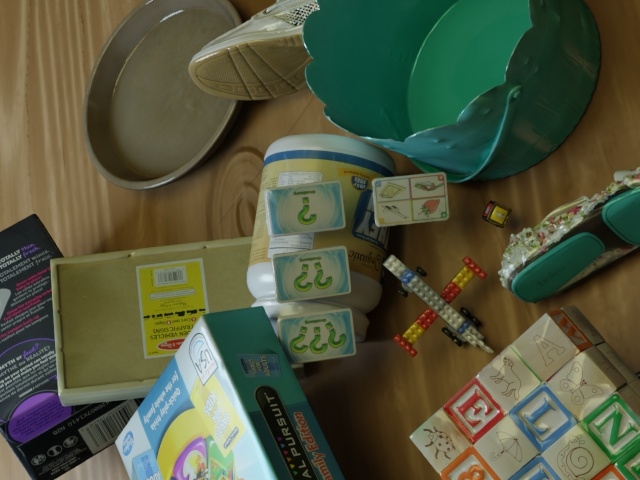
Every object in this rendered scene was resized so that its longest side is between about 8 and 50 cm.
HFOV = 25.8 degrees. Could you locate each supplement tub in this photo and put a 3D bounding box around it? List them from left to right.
[{"bbox_3d":[0.000,0.000,1.485,0.144,0.144,0.199,-3,72,37],"label":"supplement tub"}]

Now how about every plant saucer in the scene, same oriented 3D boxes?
[{"bbox_3d":[-0.191,-0.191,1.773,0.278,0.041,0.277,-15,65,34],"label":"plant saucer"}]

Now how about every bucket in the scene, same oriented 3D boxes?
[{"bbox_3d":[0.137,-0.198,1.426,0.281,0.183,0.281,-15,65,34],"label":"bucket"}]

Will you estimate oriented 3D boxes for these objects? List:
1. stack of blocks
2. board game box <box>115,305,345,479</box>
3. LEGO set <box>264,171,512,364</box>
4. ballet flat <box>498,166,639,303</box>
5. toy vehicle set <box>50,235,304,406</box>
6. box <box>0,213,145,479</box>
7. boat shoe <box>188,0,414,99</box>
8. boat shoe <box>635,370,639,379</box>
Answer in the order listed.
[{"bbox_3d":[0.240,0.222,1.185,0.171,0.087,0.297,-45,74,20],"label":"stack of blocks"},{"bbox_3d":[-0.073,0.275,1.392,0.253,0.079,0.336,-54,53,43],"label":"board game box"},{"bbox_3d":[0.075,0.027,1.383,0.060,0.244,0.182,-144,49,-79],"label":"LEGO set"},{"bbox_3d":[0.271,-0.023,1.328,0.241,0.091,0.077,-28,36,23],"label":"ballet flat"},{"bbox_3d":[-0.160,0.086,1.549,0.267,0.035,0.166,-6,64,-4],"label":"toy vehicle set"},{"bbox_3d":[-0.339,0.127,1.668,0.165,0.143,0.270,-29,51,-12],"label":"box"},{"bbox_3d":[-0.022,-0.242,1.626,0.277,0.098,0.096,-14,52,18],"label":"boat shoe"},{"bbox_3d":[0.270,0.173,1.257,0.223,0.073,0.080,-44,52,17],"label":"boat shoe"}]
